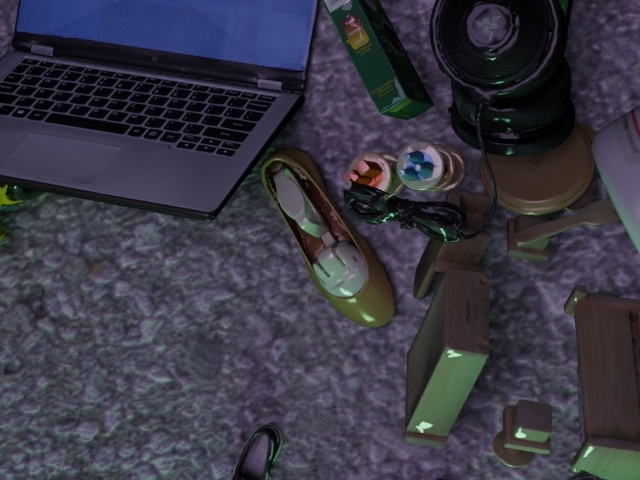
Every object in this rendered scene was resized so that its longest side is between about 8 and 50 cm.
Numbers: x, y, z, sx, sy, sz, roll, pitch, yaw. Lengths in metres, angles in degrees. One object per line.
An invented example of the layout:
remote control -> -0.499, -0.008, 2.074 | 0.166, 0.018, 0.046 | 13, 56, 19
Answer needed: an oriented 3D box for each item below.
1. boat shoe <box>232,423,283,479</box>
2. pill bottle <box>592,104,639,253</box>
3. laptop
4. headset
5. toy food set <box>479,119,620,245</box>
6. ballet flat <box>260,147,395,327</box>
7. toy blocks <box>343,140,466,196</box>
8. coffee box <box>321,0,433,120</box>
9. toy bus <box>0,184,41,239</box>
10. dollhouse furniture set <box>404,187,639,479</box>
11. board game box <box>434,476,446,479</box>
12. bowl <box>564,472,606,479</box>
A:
boat shoe -> -0.079, 0.270, 1.960 | 0.046, 0.038, 0.125 | 28, 99, 17
pill bottle -> 0.491, -0.105, 1.661 | 0.407, 0.229, 0.229 | -30, 81, 17
laptop -> -0.220, -0.252, 1.907 | 0.382, 0.408, 0.236 | 10, 128, 19
headset -> 0.160, -0.178, 1.728 | 0.185, 0.243, 0.394 | 11, 66, 18
toy food set -> 0.236, -0.079, 1.822 | 0.132, 0.038, 0.192 | -17, 60, 4
ballet flat -> 0.000, 0.000, 1.912 | 0.080, 0.073, 0.232 | -36, 80, 16
toy blocks -> 0.081, -0.075, 1.844 | 0.123, 0.148, 0.054 | -6, 88, 18
coffee box -> 0.054, -0.221, 1.871 | 0.040, 0.113, 0.184 | -29, 83, 16
toy bus -> -0.428, -0.044, 2.018 | 0.149, 0.220, 0.211 | 41, 134, 26
dollhouse furniture set -> 0.281, 0.135, 1.812 | 0.355, 0.174, 0.303 | 10, 51, -8
board game box -> 0.077, 0.451, 1.849 | 0.347, 0.056, 0.208 | -52, 36, 12
bowl -> 0.287, 0.296, 1.798 | 0.170, 0.170, 0.080 | -43, 35, 14
